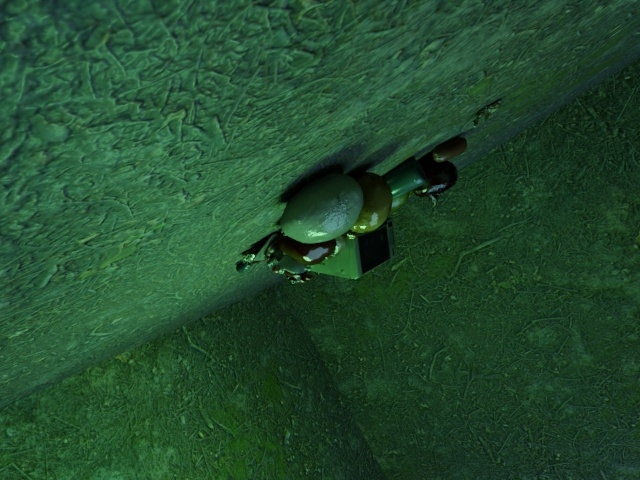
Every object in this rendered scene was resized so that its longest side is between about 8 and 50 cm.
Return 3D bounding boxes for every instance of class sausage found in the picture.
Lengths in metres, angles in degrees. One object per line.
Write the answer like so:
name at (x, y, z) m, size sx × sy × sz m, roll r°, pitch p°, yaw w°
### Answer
sausage at (0.576, -0.403, 1.892) m, size 0.194 × 0.077 × 0.077 m, roll -26°, pitch 173°, yaw -22°

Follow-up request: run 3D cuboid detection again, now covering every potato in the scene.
potato at (0.315, -0.197, 2.033) m, size 0.228 × 0.149 × 0.197 m, roll -36°, pitch -161°, yaw 13°

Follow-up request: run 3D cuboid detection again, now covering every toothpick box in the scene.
toothpick box at (0.348, -0.257, 1.827) m, size 0.184 × 0.121 × 0.120 m, roll -30°, pitch 175°, yaw 28°

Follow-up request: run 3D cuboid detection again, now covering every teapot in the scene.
teapot at (-0.356, 0.111, 1.963) m, size 0.083 × 0.063 × 0.049 m, roll -36°, pitch -157°, yaw 33°

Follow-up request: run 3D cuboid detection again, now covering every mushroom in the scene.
mushroom at (0.000, 0.000, 1.834) m, size 0.226 × 0.226 × 0.178 m, roll -35°, pitch -145°, yaw 42°

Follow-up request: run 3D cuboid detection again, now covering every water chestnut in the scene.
water chestnut at (0.519, -0.276, 1.980) m, size 0.223 × 0.238 × 0.224 m, roll -20°, pitch -175°, yaw 2°

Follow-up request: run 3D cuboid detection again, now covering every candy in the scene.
candy at (0.009, -0.089, 1.327) m, size 0.295 × 0.185 × 0.295 m, roll -34°, pitch 177°, yaw -2°

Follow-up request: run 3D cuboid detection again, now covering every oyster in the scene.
oyster at (-0.271, 0.056, 1.841) m, size 0.108 × 0.053 × 0.165 m, roll -39°, pitch 170°, yaw 20°
oyster at (0.644, -0.497, 1.645) m, size 0.146 × 0.045 × 0.122 m, roll -23°, pitch 157°, yaw -52°

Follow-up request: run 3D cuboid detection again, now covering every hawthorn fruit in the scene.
hawthorn fruit at (-0.065, -0.015, 1.625) m, size 0.248 × 0.208 × 0.208 m, roll 18°, pitch 140°, yaw -41°

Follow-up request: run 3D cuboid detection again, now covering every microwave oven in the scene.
microwave oven at (0.154, 0.028, 2.109) m, size 0.332 × 0.248 × 0.394 m, roll 7°, pitch -163°, yaw 35°

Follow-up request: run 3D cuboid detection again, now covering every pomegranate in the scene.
pomegranate at (0.143, -0.132, 1.504) m, size 0.215 × 0.216 × 0.215 m, roll -29°, pitch 174°, yaw -3°

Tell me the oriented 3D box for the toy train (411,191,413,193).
toy train at (0.448, -0.277, 2.213) m, size 0.296 × 0.101 × 0.160 m, roll -23°, pitch 170°, yaw -48°

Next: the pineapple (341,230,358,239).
pineapple at (0.090, -0.134, 1.707) m, size 0.139 × 0.250 × 0.164 m, roll 1°, pitch 144°, yaw 11°

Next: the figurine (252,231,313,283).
figurine at (-0.132, 0.095, 1.792) m, size 0.160 × 0.226 × 0.183 m, roll -52°, pitch 170°, yaw 6°
